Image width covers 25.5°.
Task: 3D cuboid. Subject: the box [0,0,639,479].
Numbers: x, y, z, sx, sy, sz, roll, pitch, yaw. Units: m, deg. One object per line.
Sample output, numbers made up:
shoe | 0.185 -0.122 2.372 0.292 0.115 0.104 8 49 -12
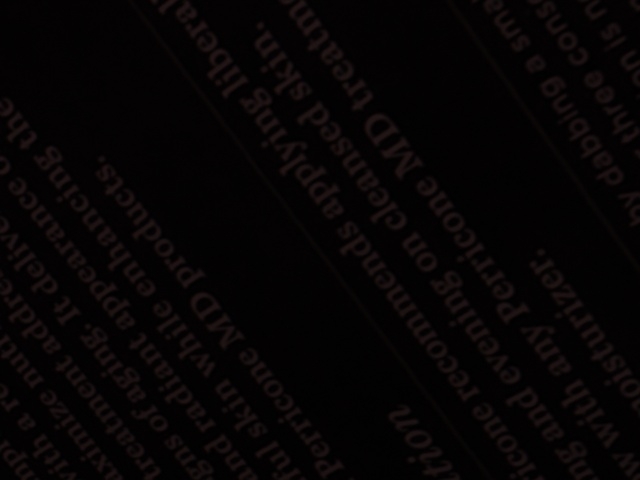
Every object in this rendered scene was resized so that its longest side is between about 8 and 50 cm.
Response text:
box | -0.002 -0.033 0.653 0.472 0.297 0.480 -31 11 26
